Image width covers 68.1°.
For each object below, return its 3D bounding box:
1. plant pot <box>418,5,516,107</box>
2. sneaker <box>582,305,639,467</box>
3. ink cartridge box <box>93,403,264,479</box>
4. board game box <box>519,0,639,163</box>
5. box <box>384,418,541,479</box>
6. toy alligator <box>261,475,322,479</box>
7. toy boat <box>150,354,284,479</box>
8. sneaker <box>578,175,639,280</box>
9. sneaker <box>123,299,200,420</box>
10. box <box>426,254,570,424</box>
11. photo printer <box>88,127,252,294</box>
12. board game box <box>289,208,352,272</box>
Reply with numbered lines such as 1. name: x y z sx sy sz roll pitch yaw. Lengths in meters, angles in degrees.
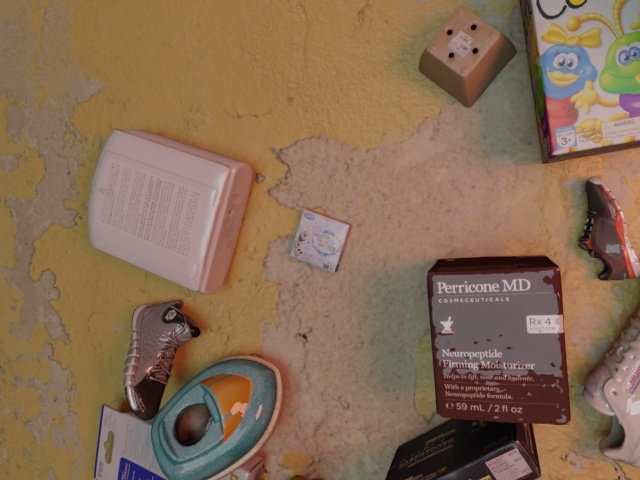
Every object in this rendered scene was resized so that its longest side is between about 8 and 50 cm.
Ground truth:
1. plant pot: 0.214 -0.281 0.703 0.109 0.096 0.109 42 106 12
2. sneaker: 0.446 0.174 0.647 0.152 0.114 0.305 -1 94 19
3. ink cartridge box: -0.296 0.463 0.957 0.371 0.069 0.175 13 98 20
4. board game box: 0.356 -0.255 0.630 0.142 0.144 0.275 -8 91 21
5. box: 0.205 0.328 0.710 0.233 0.183 0.059 -37 81 19
6. toy alligator: -0.053 0.477 0.883 0.190 0.051 0.056 -1 94 20
7. toy boat: -0.148 0.348 0.805 0.267 0.148 0.318 -41 57 -6
8. sneaker: 0.401 -0.013 0.680 0.065 0.061 0.157 -20 87 26
9. sneaker: -0.293 0.214 0.903 0.132 0.086 0.228 -16 61 9
10. box: 0.252 0.131 0.685 0.169 0.167 0.203 -4 93 20
11. photo printer: -0.301 -0.065 0.899 0.308 0.107 0.256 19 100 18
12. board game box: 0.000 0.000 0.843 0.090 0.020 0.090 21 102 17
